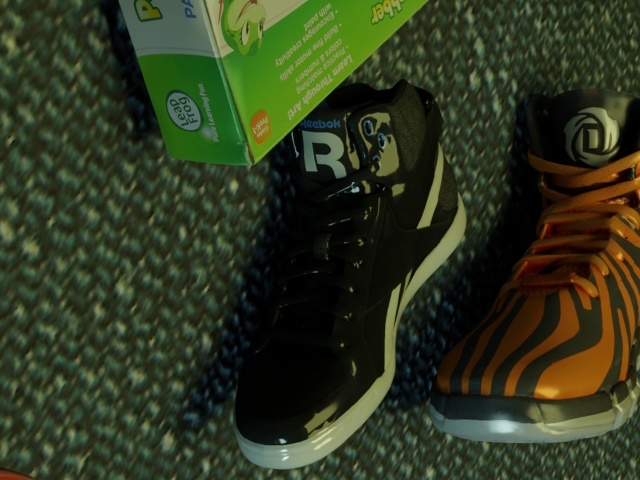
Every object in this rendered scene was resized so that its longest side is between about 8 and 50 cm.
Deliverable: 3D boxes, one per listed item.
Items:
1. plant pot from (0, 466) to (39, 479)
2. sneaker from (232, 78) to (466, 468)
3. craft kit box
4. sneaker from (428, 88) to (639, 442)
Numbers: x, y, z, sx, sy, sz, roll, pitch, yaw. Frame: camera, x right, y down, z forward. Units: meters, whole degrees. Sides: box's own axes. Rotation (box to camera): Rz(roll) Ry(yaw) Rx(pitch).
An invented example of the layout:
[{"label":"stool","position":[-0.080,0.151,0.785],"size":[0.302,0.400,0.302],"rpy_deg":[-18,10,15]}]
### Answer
[{"label":"plant pot","position":[-0.177,0.146,0.564],"size":[0.191,0.174,0.191],"rpy_deg":[-25,120,-53]},{"label":"sneaker","position":[0.000,0.000,0.910],"size":[0.217,0.079,0.121],"rpy_deg":[-59,140,-44]},{"label":"craft kit box","position":[-0.013,-0.201,0.826],"size":[0.250,0.061,0.247],"rpy_deg":[-46,128,-42]},{"label":"sneaker","position":[0.145,0.002,1.114],"size":[0.321,0.124,0.180],"rpy_deg":[-33,122,-63]}]
